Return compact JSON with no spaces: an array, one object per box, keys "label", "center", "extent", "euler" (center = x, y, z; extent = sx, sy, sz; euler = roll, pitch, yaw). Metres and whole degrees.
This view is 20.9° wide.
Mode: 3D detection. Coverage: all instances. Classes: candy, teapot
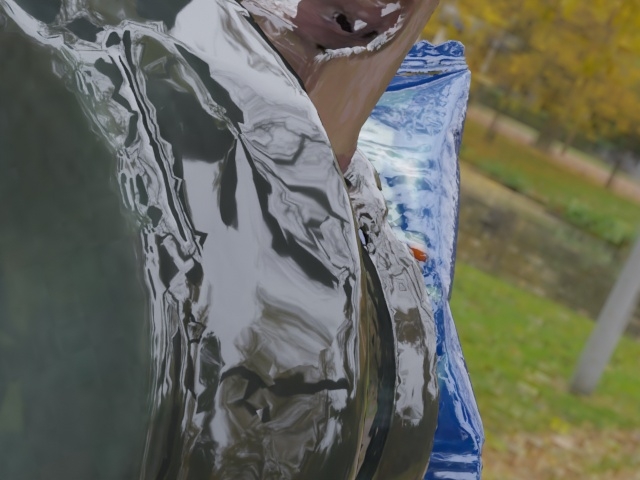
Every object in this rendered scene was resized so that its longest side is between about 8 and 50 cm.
[{"label":"candy","center":[0.000,0.000,0.997],"extent":[0.187,0.077,0.331],"euler":[1,54,-2]},{"label":"teapot","center":[-0.086,0.010,0.605],"extent":[0.305,0.376,0.362],"euler":[33,4,15]}]
